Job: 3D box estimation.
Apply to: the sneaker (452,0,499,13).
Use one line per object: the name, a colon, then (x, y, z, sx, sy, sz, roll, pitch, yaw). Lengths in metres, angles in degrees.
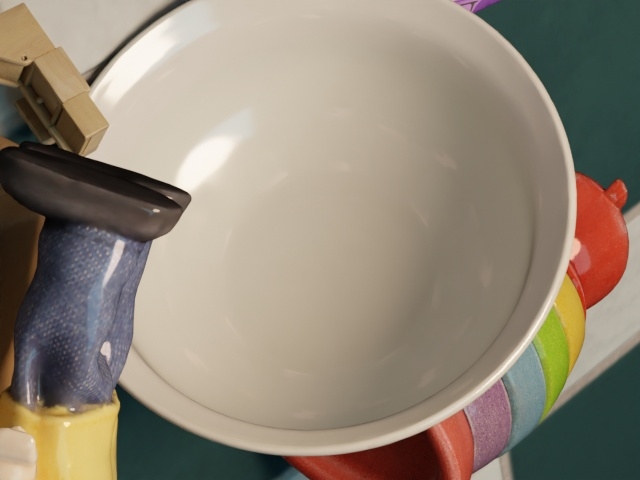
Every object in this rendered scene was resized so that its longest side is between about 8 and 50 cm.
sneaker: (0.054, -0.148, 1.156, 0.170, 0.068, 0.071, -24, 142, -24)

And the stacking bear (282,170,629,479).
stacking bear: (0.111, 0.049, 1.234, 0.289, 0.164, 0.175, -41, 165, -36)

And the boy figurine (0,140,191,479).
boy figurine: (-0.133, 0.102, 0.790, 0.092, 0.177, 0.285, 18, 99, -3)

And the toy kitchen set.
toy kitchen set: (-0.173, -0.067, 0.963, 0.075, 0.083, 0.068, -32, 172, -29)

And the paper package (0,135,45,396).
paper package: (-0.268, 0.122, 0.835, 0.309, 0.168, 0.325, -22, 128, -58)

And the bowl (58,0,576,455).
bowl: (0.000, 0.000, 1.039, 0.298, 0.298, 0.134, -49, 160, -13)
